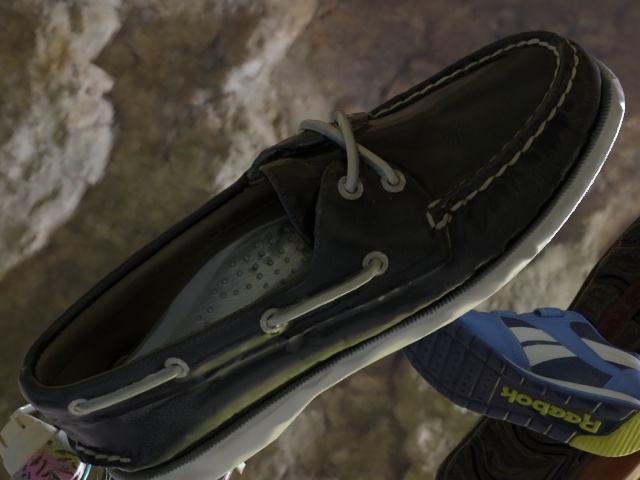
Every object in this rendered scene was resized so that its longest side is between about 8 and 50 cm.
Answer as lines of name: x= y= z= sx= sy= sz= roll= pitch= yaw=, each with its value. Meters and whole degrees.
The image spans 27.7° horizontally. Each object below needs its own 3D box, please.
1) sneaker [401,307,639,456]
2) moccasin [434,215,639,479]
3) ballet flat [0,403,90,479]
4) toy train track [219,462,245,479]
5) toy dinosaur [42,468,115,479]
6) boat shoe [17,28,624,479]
sneaker: x=0.110 y=0.063 z=0.691 sx=0.144 sy=0.059 sz=0.053 roll=24 pitch=-45 yaw=1
moccasin: x=0.249 y=0.094 z=0.928 sx=0.139 sy=0.380 sz=0.147 roll=31 pitch=-12 yaw=43
ballet flat: x=-0.255 y=0.188 z=1.185 sx=0.079 sy=0.077 sz=0.221 roll=49 pitch=-4 yaw=-8
toy train track: x=-0.086 y=0.203 z=1.132 sx=0.014 sy=0.083 sz=0.048 roll=8 pitch=-35 yaw=23
toy dinosaur: x=-0.139 y=0.160 z=0.723 sx=0.082 sy=0.090 sz=0.047 roll=-5 pitch=20 yaw=-35
boat shoe: x=0.000 y=0.000 z=0.585 sx=0.091 sy=0.302 sz=0.114 roll=47 pitch=1 yaw=-37
